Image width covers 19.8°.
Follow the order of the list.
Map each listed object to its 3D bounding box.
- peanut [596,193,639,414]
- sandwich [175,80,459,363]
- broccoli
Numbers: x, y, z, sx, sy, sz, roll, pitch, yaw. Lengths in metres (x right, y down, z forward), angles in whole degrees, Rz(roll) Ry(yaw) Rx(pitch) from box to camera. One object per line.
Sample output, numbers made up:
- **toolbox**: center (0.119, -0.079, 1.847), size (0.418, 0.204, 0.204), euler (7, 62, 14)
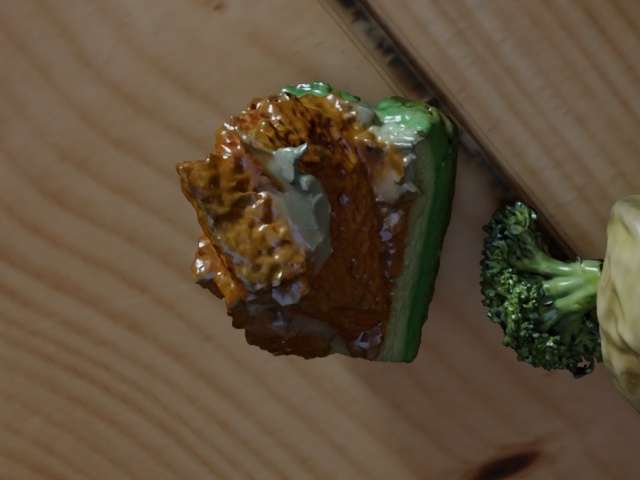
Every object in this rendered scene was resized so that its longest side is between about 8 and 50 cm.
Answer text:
- **peanut**: center (0.260, 0.084, 1.039), size (0.140, 0.153, 0.325), euler (-38, 125, 17)
- **sandwich**: center (0.000, 0.008, 1.053), size (0.109, 0.160, 0.184), euler (13, 117, 25)
- **broccoli**: center (0.138, 0.028, 1.085), size (0.092, 0.097, 0.095), euler (-23, 155, 35)
